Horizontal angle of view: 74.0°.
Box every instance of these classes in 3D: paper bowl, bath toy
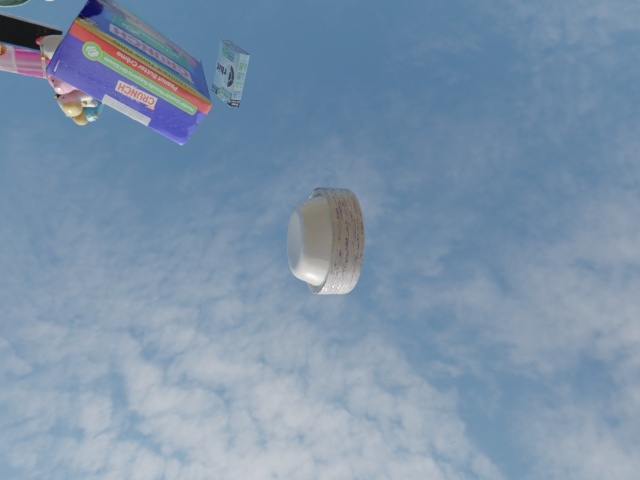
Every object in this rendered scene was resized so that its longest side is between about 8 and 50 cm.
[{"bbox_3d":[0.000,0.000,1.129,0.147,0.284,0.285,2,-110,-17],"label":"paper bowl"},{"bbox_3d":[-0.823,-0.526,1.390,0.128,0.348,0.152,19,-114,-8],"label":"bath toy"}]

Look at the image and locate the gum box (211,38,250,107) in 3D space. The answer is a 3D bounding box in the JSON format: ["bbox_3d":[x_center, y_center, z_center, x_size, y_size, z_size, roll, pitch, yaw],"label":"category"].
[{"bbox_3d":[-0.320,-0.589,1.497,0.041,0.185,0.157,-9,-138,-39],"label":"gum box"}]

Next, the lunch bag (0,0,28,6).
[{"bbox_3d":[-0.657,-0.494,0.734,0.223,0.160,0.262,20,-151,24],"label":"lunch bag"}]

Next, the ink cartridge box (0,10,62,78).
[{"bbox_3d":[-1.054,-0.651,1.377,0.069,0.370,0.176,37,-64,29],"label":"ink cartridge box"}]

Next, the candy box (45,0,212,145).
[{"bbox_3d":[-0.388,-0.374,0.905,0.122,0.268,0.317,-47,-142,21],"label":"candy box"}]
